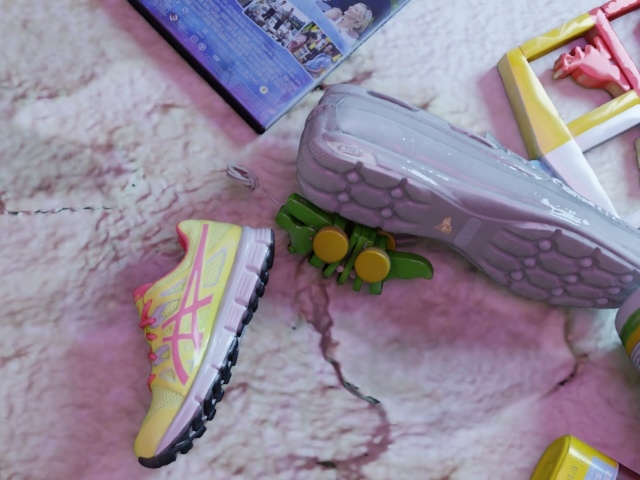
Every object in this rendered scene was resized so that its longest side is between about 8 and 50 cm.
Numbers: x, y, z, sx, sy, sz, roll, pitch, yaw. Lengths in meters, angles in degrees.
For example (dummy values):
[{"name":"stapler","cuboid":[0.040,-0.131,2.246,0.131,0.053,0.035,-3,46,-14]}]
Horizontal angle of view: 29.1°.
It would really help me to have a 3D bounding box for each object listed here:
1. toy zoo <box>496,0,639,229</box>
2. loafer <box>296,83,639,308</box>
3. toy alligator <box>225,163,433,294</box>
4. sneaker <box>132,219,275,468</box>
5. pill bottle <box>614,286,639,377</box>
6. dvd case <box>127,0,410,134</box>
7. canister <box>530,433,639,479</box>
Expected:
[{"name":"toy zoo","cuboid":[0.289,-0.122,1.095,0.293,0.030,0.192,-27,82,-15]},{"name":"loafer","cuboid":[0.137,-0.039,1.009,0.319,0.112,0.112,24,52,-11]},{"name":"toy alligator","cuboid":[0.000,0.000,1.009,0.189,0.056,0.051,26,114,-3]},{"name":"sneaker","cuboid":[-0.109,0.075,0.963,0.094,0.081,0.209,20,68,3]},{"name":"pill bottle","cuboid":[0.341,0.137,0.954,0.136,0.136,0.246,-16,62,-13]},{"name":"dvd case","cuboid":[-0.025,-0.236,1.074,0.180,0.022,0.253,45,74,4]},{"name":"canister","cuboid":[0.240,0.246,0.978,0.169,0.073,0.126,30,73,0]}]
